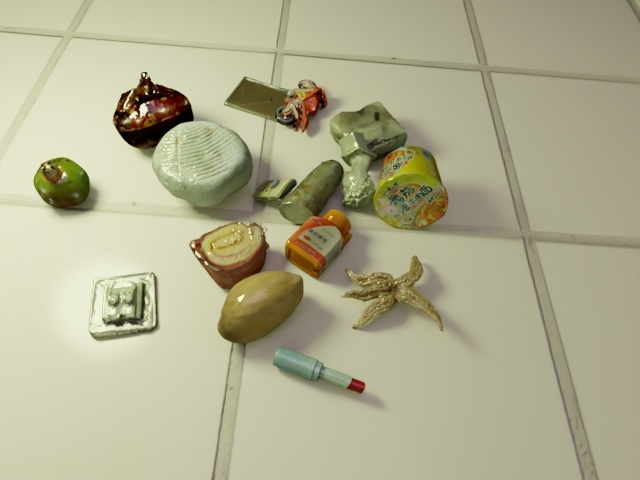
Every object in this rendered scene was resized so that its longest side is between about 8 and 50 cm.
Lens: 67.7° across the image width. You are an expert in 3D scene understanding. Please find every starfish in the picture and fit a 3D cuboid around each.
[{"bbox_3d":[0.209,0.184,1.533,0.293,0.084,0.302,-7,53,-5],"label":"starfish"}]

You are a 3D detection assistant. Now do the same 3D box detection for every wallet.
[{"bbox_3d":[-0.171,-0.185,1.731,0.155,0.039,0.110,3,45,45],"label":"wallet"}]

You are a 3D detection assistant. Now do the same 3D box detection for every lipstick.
[{"bbox_3d":[-0.002,0.382,1.385,0.273,0.068,0.061,18,53,9],"label":"lipstick"}]

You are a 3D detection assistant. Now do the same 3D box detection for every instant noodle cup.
[{"bbox_3d":[0.318,-0.199,1.713,0.264,0.264,0.200,6,47,0],"label":"instant noodle cup"}]

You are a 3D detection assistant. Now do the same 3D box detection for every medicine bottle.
[{"bbox_3d":[0.000,0.000,1.621,0.149,0.112,0.222,34,60,16],"label":"medicine bottle"}]

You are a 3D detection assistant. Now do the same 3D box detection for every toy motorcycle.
[{"bbox_3d":[-0.070,-0.579,2.022,0.171,0.089,0.298,29,59,2],"label":"toy motorcycle"}]

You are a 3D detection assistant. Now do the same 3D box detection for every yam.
[{"bbox_3d":[-0.015,-0.184,1.744,0.133,0.133,0.330,27,51,13],"label":"yam"}]

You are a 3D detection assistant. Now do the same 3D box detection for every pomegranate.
[{"bbox_3d":[-0.890,-0.208,1.632,0.179,0.210,0.180,3,70,-9],"label":"pomegranate"}]

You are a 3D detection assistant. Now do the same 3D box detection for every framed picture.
[{"bbox_3d":[-0.252,-0.616,2.079,0.281,0.019,0.209,21,57,10],"label":"framed picture"}]

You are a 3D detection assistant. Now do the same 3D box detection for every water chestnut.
[{"bbox_3d":[-0.636,-0.494,1.799,0.299,0.300,0.300,2,56,-3],"label":"water chestnut"}]

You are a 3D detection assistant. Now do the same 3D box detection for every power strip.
[{"bbox_3d":[-0.612,0.187,1.472,0.198,0.065,0.213,-7,56,-12],"label":"power strip"}]

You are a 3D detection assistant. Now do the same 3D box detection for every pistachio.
[{"bbox_3d":[-0.184,0.194,1.447,0.293,0.162,0.182,-32,90,-23],"label":"pistachio"}]

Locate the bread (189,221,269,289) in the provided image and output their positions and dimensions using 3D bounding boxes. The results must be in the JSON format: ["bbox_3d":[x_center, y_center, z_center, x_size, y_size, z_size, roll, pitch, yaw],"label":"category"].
[{"bbox_3d":[-0.279,0.043,1.564,0.244,0.123,0.190,-28,64,-21],"label":"bread"}]

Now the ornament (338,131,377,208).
[{"bbox_3d":[0.142,-0.258,1.752,0.120,0.130,0.286,8,81,-46],"label":"ornament"}]

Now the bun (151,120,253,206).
[{"bbox_3d":[-0.424,-0.272,1.724,0.354,0.194,0.355,2,58,-4],"label":"bun"}]

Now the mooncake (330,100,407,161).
[{"bbox_3d":[0.189,-0.419,1.910,0.250,0.136,0.254,-24,59,-16],"label":"mooncake"}]
